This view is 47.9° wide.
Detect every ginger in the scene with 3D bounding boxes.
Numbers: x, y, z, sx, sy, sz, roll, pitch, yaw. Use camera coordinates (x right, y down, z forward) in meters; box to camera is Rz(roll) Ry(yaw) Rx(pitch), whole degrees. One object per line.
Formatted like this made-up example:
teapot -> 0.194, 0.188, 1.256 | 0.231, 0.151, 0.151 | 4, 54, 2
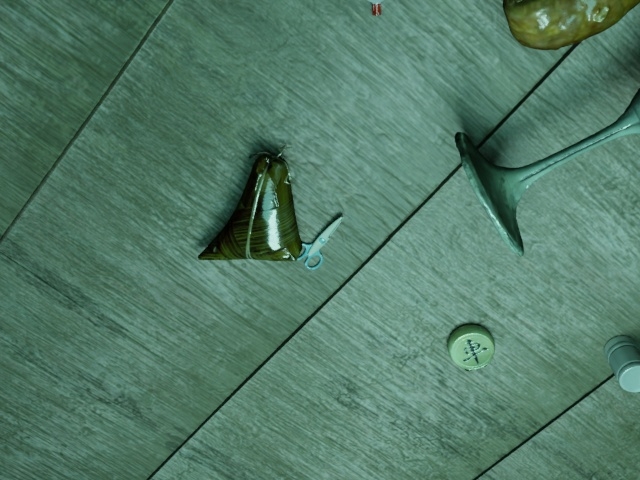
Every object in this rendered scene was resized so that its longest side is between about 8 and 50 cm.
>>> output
ginger -> 0.372, -0.381, 0.931 | 0.321, 0.172, 0.165 | -48, 68, 16

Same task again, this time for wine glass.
wine glass -> 0.410, -0.156, 0.996 | 0.406, 0.267, 0.267 | -26, 113, 21

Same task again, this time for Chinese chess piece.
Chinese chess piece -> 0.269, 0.190, 1.285 | 0.084, 0.034, 0.084 | 1, 116, 2

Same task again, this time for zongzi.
zongzi -> -0.128, -0.053, 1.162 | 0.184, 0.084, 0.187 | -1, 110, 15

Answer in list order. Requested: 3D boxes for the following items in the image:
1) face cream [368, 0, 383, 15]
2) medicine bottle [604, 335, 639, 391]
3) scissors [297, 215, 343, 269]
face cream -> 0.079, -0.363, 1.020 | 0.040, 0.021, 0.083 | -1, 117, 4
medicine bottle -> 0.535, 0.213, 1.251 | 0.058, 0.091, 0.058 | 1, 117, 2
scissors -> 0.000, 0.000, 1.212 | 0.058, 0.014, 0.119 | 33, 117, -14
